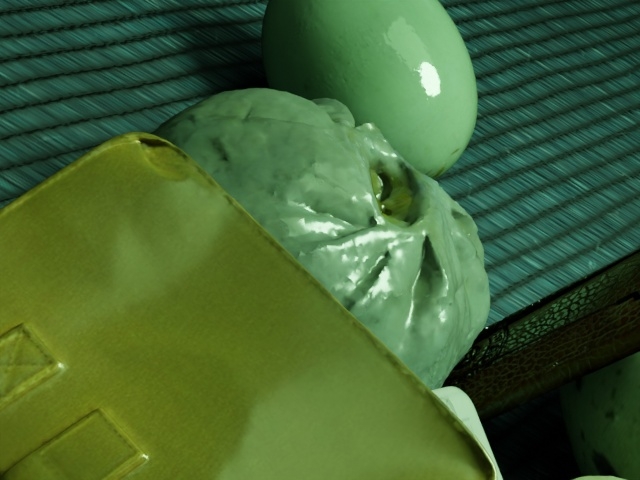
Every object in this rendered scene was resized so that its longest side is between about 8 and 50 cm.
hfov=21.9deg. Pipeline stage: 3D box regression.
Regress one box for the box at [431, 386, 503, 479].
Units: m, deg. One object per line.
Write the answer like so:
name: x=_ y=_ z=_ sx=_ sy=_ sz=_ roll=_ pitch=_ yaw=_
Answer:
box: x=0.114 y=0.251 z=1.246 sx=0.142 sy=0.044 sz=0.285 roll=-5 pitch=71 yaw=-51

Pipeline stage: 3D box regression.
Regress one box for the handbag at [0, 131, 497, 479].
handbag: x=-0.106 y=0.131 z=1.141 sx=0.283 sy=0.133 sz=0.401 roll=-30 pitch=65 yaw=-32

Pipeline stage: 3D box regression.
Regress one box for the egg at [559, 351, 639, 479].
egg: x=0.369 y=0.166 z=1.472 sx=0.287 sy=0.287 sz=0.379 roll=-1 pitch=38 yaw=-47

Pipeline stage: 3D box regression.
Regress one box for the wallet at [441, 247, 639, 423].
wallet: x=0.193 y=0.090 z=1.452 sx=0.039 sy=0.243 sz=0.133 roll=50 pitch=27 yaw=-21

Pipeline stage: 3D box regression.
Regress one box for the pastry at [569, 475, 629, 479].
pastry: x=0.227 y=0.268 z=1.332 sx=0.156 sy=0.156 sz=0.092 roll=50 pitch=-10 yaw=23

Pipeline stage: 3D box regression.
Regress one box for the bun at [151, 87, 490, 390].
bun: x=-0.005 y=-0.003 z=1.420 sx=0.354 sy=0.194 sz=0.354 roll=27 pitch=31 yaw=-18

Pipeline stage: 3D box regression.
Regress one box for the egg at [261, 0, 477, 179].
egg: x=0.049 y=-0.176 z=1.713 sx=0.203 sy=0.203 sz=0.282 roll=-3 pitch=52 yaw=-48
